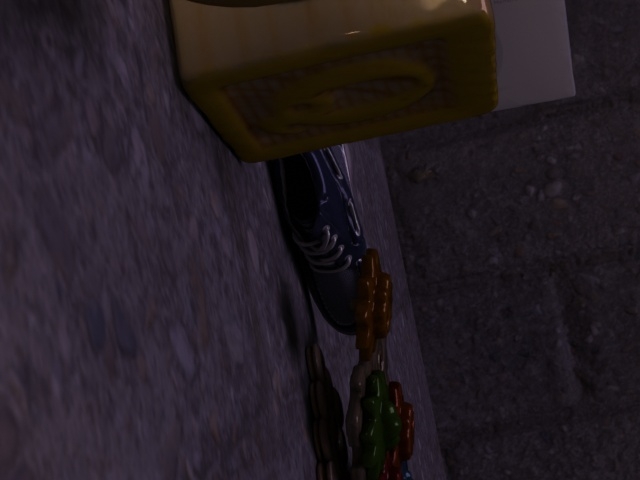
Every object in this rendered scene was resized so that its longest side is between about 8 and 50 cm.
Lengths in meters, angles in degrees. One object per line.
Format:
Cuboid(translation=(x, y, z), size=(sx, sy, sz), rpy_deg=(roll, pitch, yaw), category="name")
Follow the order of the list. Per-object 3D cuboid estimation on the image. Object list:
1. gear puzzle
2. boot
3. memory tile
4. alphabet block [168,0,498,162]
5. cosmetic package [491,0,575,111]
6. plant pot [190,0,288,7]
Cuboid(translation=(0.059, 0.148, 1.052), size=(0.175, 0.044, 0.339), rpy_deg=(-74, 161, -55), category="gear puzzle")
Cuboid(translation=(0.000, 0.000, 1.075), size=(0.086, 0.069, 0.190), rpy_deg=(-39, 117, -66), category="boot")
Cuboid(translation=(0.010, 0.167, 1.035), size=(0.113, 0.012, 0.148), rpy_deg=(71, 11, -51), category="memory tile")
Cuboid(translation=(0.005, -0.182, 0.825), size=(0.193, 0.192, 0.197), rpy_deg=(47, 31, -75), category="alphabet block")
Cuboid(translation=(0.153, -0.267, 1.404), size=(0.138, 0.224, 0.224), rpy_deg=(-89, 168, -56), category="cosmetic package")
Cuboid(translation=(-0.025, -0.209, 0.455), size=(0.239, 0.254, 0.254), rpy_deg=(114, -33, -74), category="plant pot")
